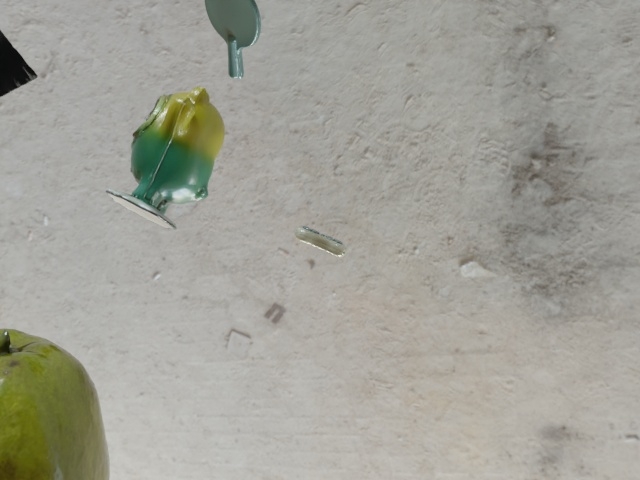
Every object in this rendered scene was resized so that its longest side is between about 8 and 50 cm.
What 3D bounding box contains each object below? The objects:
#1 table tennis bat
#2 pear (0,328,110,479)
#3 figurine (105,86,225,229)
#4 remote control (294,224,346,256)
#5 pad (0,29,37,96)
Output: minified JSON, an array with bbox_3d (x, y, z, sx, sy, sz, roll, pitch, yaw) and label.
[{"bbox_3d":[-0.200,-0.478,1.159,0.152,0.040,0.244,29,146,16],"label":"table tennis bat"},{"bbox_3d":[-0.341,0.242,0.495,0.269,0.269,0.321,12,97,8],"label":"pear"},{"bbox_3d":[-0.364,-0.212,1.280,0.231,0.323,0.340,26,80,-2],"label":"figurine"},{"bbox_3d":[0.000,0.000,1.135,0.122,0.074,0.032,24,96,-9],"label":"remote control"},{"bbox_3d":[-0.220,-0.152,0.239,0.004,0.127,0.190,-30,118,3],"label":"pad"}]
